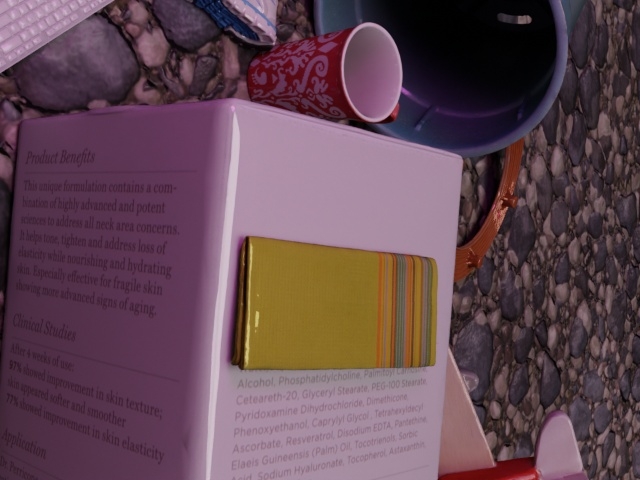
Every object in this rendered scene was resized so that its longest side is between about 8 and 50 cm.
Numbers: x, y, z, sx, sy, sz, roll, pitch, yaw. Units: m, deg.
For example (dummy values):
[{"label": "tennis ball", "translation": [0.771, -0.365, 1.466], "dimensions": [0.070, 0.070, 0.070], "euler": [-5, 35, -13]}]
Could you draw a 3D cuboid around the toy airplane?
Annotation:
[{"label": "toy airplane", "translation": [0.195, 0.364, 1.231], "dimensions": [0.384, 0.272, 0.386], "euler": [28, 85, -12]}]

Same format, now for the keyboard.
[{"label": "keyboard", "translation": [-0.293, -0.224, 0.841], "dimensions": [0.256, 0.014, 0.072], "euler": [-47, 125, -35]}]

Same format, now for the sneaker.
[{"label": "sneaker", "translation": [-0.112, -0.307, 1.002], "dimensions": [0.190, 0.071, 0.083], "euler": [39, 58, -51]}]

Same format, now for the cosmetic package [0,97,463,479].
[{"label": "cosmetic package", "translation": [-0.091, 0.087, 0.851], "dimensions": [0.327, 0.329, 0.394], "euler": [5, 90, -47]}]

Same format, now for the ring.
[{"label": "ring", "translation": [0.261, -0.091, 1.372], "dimensions": [0.336, 0.032, 0.337], "euler": [-36, 136, -46]}]

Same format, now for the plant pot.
[{"label": "plant pot", "translation": [0.216, -0.343, 1.183], "dimensions": [0.334, 0.341, 0.341], "euler": [-50, 127, -44]}]

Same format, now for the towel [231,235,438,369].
[{"label": "towel", "translation": [0.021, 0.056, 0.717], "dimensions": [0.237, 0.021, 0.102], "euler": [7, 82, -46]}]

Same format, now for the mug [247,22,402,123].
[{"label": "mug", "translation": [0.006, -0.184, 1.056], "dimensions": [0.113, 0.169, 0.150], "euler": [-50, 127, -34]}]
